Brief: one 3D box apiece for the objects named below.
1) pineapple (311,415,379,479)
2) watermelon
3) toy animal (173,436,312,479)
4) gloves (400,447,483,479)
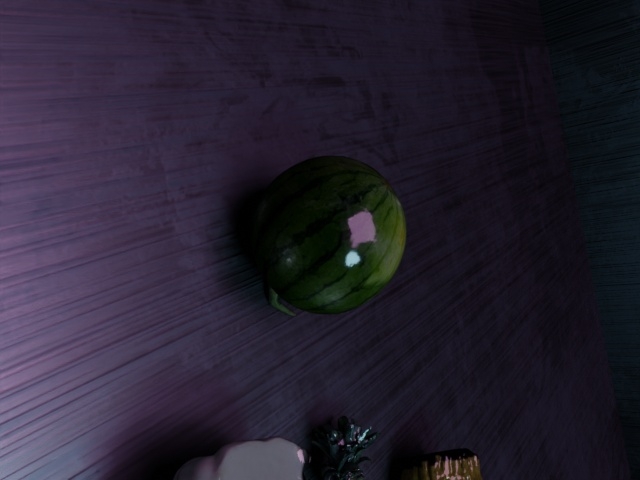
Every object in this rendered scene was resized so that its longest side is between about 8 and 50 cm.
[{"bbox_3d":[0.038,0.347,0.734,0.103,0.083,0.221,8,76,-62],"label":"pineapple"},{"bbox_3d":[0.000,0.000,0.684,0.188,0.215,0.188,46,15,-16],"label":"watermelon"},{"bbox_3d":[-0.086,0.309,0.537,0.204,0.156,0.208,9,60,-46],"label":"toy animal"},{"bbox_3d":[0.191,0.497,0.836,0.203,0.155,0.356,16,74,-44],"label":"gloves"}]
